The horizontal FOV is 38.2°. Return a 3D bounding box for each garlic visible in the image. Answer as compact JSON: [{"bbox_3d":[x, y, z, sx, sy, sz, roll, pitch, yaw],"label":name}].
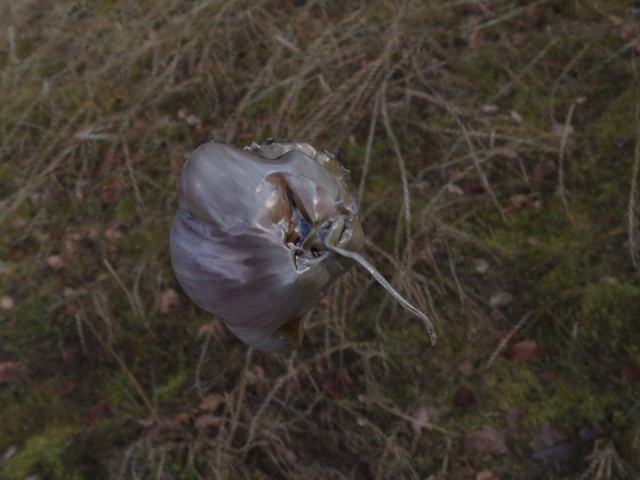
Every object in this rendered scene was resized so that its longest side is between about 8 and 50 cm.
[{"bbox_3d":[0.000,0.000,0.829,0.256,0.207,0.207,13,47,16],"label":"garlic"}]
